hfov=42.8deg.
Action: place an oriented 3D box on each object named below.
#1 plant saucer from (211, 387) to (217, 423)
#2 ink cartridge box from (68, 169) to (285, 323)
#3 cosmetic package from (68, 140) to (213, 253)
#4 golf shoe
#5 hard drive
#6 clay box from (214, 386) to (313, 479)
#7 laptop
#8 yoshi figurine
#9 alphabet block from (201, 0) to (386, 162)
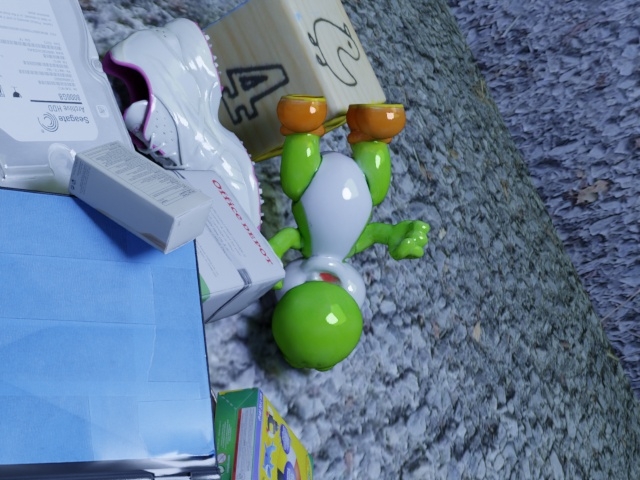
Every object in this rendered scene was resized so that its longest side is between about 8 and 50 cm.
[{"bbox_3d":[-0.203,0.202,0.768,0.310,0.050,0.311,37,41,-41],"label":"plant saucer"},{"bbox_3d":[-0.155,0.011,0.873,0.160,0.092,0.219,55,21,12],"label":"ink cartridge box"},{"bbox_3d":[-0.160,-0.040,0.728,0.115,0.041,0.060,32,31,17],"label":"cosmetic package"},{"bbox_3d":[-0.173,-0.119,1.021,0.140,0.115,0.306,-22,91,-34],"label":"golf shoe"},{"bbox_3d":[-0.327,-0.188,0.840,0.237,0.064,0.339,-12,80,-60],"label":"hard drive"},{"bbox_3d":[-0.054,0.268,0.891,0.222,0.053,0.127,62,23,-49],"label":"clay box"},{"bbox_3d":[-0.209,0.091,0.529,0.381,0.408,0.237,5,94,-29],"label":"laptop"},{"bbox_3d":[0.012,0.006,1.018,0.203,0.203,0.362,-10,110,-53],"label":"yoshi figurine"},{"bbox_3d":[-0.051,-0.242,1.193,0.192,0.193,0.197,-31,96,-59],"label":"alphabet block"}]
